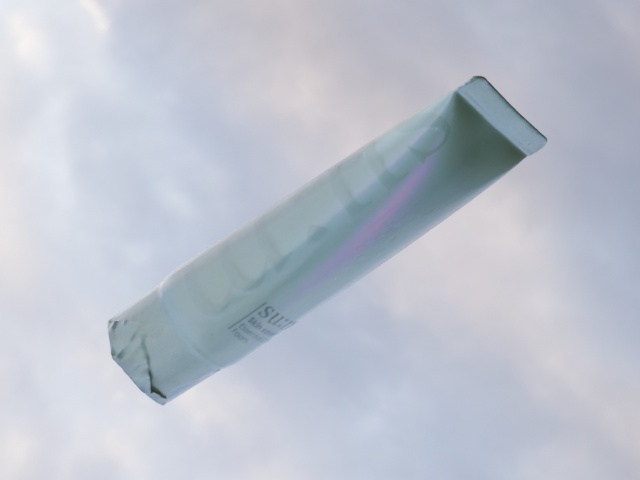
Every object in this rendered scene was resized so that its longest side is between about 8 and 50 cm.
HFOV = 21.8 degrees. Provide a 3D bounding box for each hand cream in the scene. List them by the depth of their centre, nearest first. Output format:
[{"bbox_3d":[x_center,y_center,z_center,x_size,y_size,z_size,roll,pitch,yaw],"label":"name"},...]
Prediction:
[{"bbox_3d":[0.000,0.000,0.718,0.078,0.205,0.050,33,-153,-54],"label":"hand cream"}]
